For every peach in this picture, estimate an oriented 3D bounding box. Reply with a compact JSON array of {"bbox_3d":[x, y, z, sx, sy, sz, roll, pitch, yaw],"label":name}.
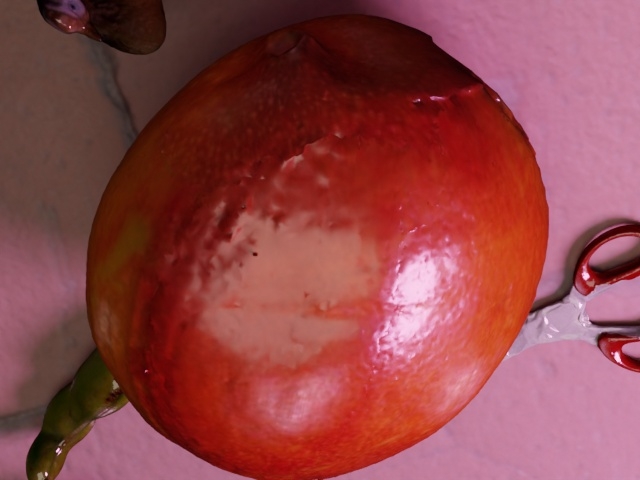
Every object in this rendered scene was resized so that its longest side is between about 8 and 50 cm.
[{"bbox_3d":[-0.001,0.001,1.466,0.372,0.290,0.373,2,117,5],"label":"peach"}]

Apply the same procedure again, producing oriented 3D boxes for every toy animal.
[{"bbox_3d":[-0.184,-0.211,1.448,0.188,0.179,0.089,49,117,10],"label":"toy animal"}]

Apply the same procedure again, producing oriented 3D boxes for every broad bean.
[{"bbox_3d":[-0.197,0.133,1.715,0.048,0.070,0.214,26,113,-26],"label":"broad bean"}]

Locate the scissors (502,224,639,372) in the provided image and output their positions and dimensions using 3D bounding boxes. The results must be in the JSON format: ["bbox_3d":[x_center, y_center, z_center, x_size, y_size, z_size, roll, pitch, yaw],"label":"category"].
[{"bbox_3d":[0.182,0.073,1.644,0.247,0.017,0.144,-15,116,19],"label":"scissors"}]
